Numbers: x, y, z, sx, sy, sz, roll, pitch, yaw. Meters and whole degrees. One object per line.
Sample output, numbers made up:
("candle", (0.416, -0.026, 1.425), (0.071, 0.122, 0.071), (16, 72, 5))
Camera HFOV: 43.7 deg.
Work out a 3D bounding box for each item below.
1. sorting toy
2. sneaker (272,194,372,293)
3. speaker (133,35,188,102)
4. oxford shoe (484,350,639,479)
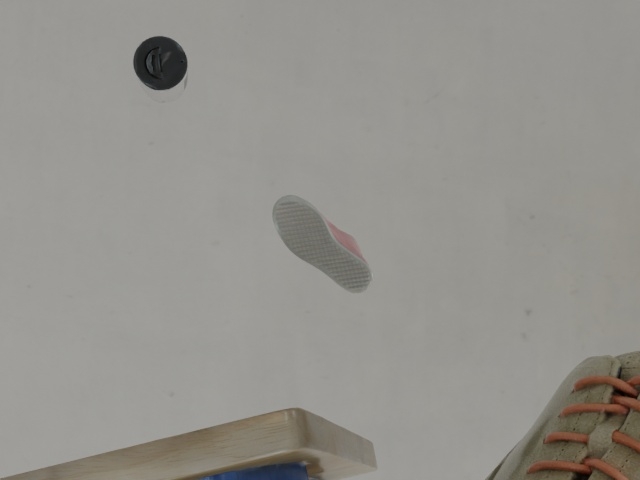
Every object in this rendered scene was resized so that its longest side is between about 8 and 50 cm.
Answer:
("sorting toy", (-0.098, 0.203, 0.555), (0.257, 0.255, 0.089), (-15, 69, 8))
("sneaker", (0.000, 0.000, 0.865), (0.134, 0.070, 0.051), (43, 99, -11))
("speaker", (-0.168, -0.179, 0.844), (0.055, 0.136, 0.055), (-1, 94, -10))
("oxford shoe", (0.115, 0.125, 0.366), (0.397, 0.140, 0.146), (-11, 109, -51))
